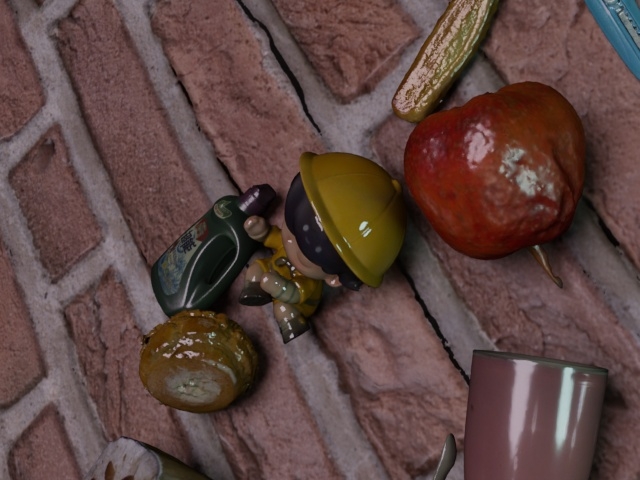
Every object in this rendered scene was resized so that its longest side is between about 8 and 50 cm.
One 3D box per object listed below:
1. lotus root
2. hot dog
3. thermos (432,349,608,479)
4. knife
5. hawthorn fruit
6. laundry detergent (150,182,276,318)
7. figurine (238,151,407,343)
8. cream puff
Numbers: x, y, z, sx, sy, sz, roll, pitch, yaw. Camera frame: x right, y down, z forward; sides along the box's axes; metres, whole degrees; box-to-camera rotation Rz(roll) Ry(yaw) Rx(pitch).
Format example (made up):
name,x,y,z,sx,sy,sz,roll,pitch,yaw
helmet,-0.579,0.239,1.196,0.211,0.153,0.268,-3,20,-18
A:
name,x,y,z,sx,sy,sz,roll,pitch,yaw
lotus root,-0.224,0.396,1.384,0.272,0.192,0.272,-32,47,40
hot dog,0.168,-0.247,1.379,0.066,0.047,0.215,31,95,22
thermos,0.207,0.255,1.152,0.176,0.146,0.265,8,87,30
knife,0.358,-0.274,1.263,0.064,0.031,0.222,-31,61,20
hawthorn fruit,0.215,-0.050,1.218,0.207,0.207,0.243,-24,92,28
laundry detergent,-0.141,0.011,1.499,0.222,0.078,0.144,-43,38,16
figurine,0.004,-0.001,1.356,0.257,0.167,0.192,-47,66,42
cream puff,-0.164,0.158,1.441,0.115,0.165,0.150,-79,2,-51
